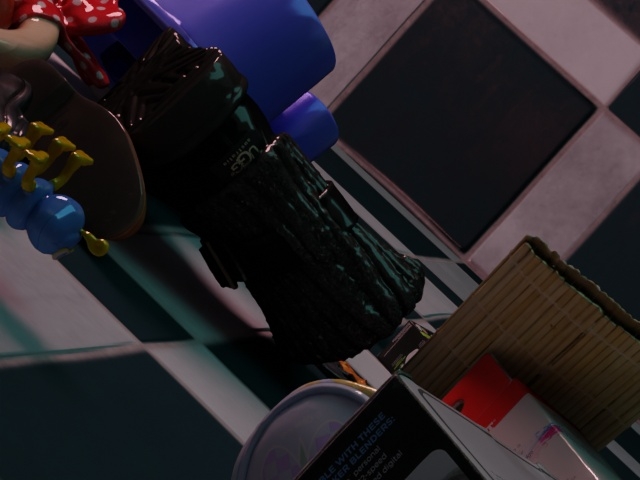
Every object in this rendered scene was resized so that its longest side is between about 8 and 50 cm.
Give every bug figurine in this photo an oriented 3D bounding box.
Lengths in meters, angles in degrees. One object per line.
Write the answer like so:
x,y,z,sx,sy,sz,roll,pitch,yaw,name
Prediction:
-0.237,-0.052,0.980,0.216,0.072,0.279,37,11,12,bug figurine

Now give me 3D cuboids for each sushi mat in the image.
0.146,0.116,1.381,0.151,0.019,0.316,40,-35,2,sushi mat

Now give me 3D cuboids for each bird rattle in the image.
-0.285,-0.199,1.520,0.253,0.143,0.207,44,27,-12,bird rattle

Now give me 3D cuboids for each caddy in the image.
-0.134,-0.173,1.745,0.341,0.179,0.241,46,-23,29,caddy

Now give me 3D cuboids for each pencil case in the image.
0.066,0.171,1.068,0.273,0.124,0.113,35,10,-48,pencil case

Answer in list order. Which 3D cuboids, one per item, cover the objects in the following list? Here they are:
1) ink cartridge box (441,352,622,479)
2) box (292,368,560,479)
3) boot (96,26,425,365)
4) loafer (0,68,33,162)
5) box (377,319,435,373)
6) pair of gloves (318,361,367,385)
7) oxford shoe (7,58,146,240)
0.142,0.194,1.278,0.078,0.134,0.231,37,9,-31,ink cartridge box
0.112,0.187,0.628,0.169,0.087,0.290,36,9,-46,box
-0.069,-0.033,1.503,0.260,0.131,0.348,46,-3,-19,boot
-0.237,-0.091,1.255,0.061,0.062,0.170,34,9,-21,loafer
0.110,0.129,1.800,0.083,0.052,0.062,48,11,34,box
0.012,0.107,1.587,0.074,0.010,0.083,42,8,-1,pair of gloves
-0.173,-0.059,1.365,0.212,0.076,0.076,52,-2,46,oxford shoe
